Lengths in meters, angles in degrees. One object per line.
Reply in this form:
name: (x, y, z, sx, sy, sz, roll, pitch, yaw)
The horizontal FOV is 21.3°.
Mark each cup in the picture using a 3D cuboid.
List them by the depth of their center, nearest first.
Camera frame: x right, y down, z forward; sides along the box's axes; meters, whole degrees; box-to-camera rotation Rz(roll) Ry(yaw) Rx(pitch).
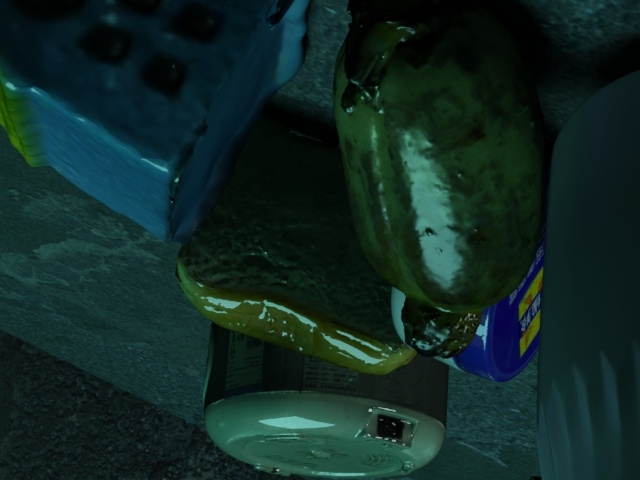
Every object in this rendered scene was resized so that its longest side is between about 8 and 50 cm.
cup: (0.277, 0.074, 1.187, 0.253, 0.371, 0.253, 7, 143, 5)

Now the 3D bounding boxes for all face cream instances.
face cream: (0.147, 0.014, 1.516, 0.111, 0.206, 0.206, 20, 165, 26)

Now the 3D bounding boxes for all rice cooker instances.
rice cooker: (0.009, 0.113, 1.893, 0.288, 0.277, 0.288, 4, 161, 1)

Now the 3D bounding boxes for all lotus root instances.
lotus root: (0.090, -0.054, 1.333, 0.173, 0.173, 0.309, 11, 124, 33)

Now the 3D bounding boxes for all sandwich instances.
sandwich: (0.000, 0.000, 1.639, 0.251, 0.226, 0.087, 18, 154, 5)

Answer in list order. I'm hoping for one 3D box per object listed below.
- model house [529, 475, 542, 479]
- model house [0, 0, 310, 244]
model house: (0.353, 0.230, 1.905, 0.215, 0.198, 0.224, 13, 175, 7)
model house: (-0.186, -0.157, 1.410, 0.303, 0.215, 0.237, 25, 165, 3)
